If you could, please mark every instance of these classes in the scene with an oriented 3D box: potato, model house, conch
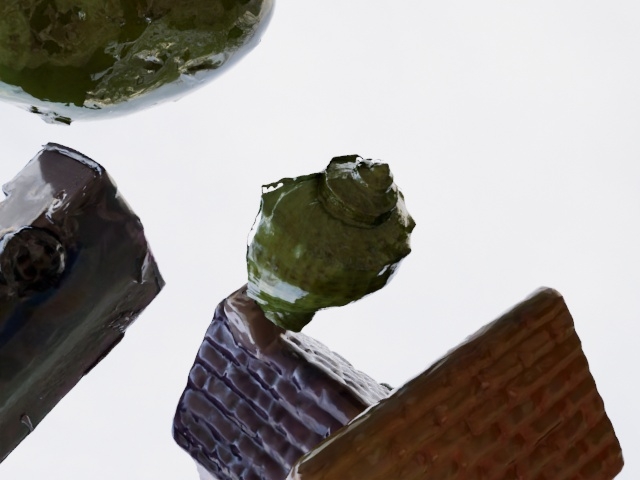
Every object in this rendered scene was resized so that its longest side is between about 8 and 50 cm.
[{"bbox_3d":[-0.158,-0.176,0.918,0.253,0.186,0.149,-9,-129,-29],"label":"potato"},{"bbox_3d":[0.049,0.129,0.741,0.202,0.237,0.237,-30,-48,-22],"label":"model house"},{"bbox_3d":[0.000,0.000,0.673,0.089,0.121,0.074,24,-147,-21],"label":"conch"}]

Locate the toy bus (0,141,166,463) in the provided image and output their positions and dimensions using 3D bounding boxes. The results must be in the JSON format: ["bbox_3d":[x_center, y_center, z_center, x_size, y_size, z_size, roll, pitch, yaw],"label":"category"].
[{"bbox_3d":[-0.244,0.084,0.851,0.317,0.112,0.138,-46,-50,-15],"label":"toy bus"}]
